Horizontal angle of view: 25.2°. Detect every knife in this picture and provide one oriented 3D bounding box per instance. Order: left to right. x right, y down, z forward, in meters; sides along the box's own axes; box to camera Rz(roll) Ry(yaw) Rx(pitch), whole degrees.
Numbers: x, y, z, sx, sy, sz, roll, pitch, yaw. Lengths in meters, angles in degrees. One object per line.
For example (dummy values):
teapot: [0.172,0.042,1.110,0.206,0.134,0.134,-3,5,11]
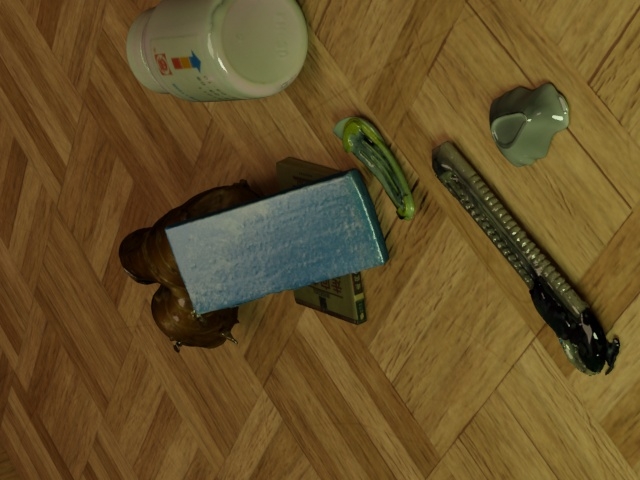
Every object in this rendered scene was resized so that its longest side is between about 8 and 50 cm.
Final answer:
knife: [0.236,0.019,1.757,0.365,0.043,0.089,54,144,25]

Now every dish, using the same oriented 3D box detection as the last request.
dish: [0.234,-0.136,1.677,0.137,0.039,0.091,-31,80,59]

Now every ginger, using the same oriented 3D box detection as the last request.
ginger: [-0.180,0.045,2.293,0.254,0.176,0.418,56,147,0]

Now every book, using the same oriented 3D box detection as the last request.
book: [0.000,0.000,2.123,0.161,0.026,0.231,18,122,52]

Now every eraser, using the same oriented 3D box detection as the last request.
eraser: [-0.063,0.004,2.049,0.311,0.042,0.144,-16,100,24]

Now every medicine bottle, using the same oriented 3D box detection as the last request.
medicine bottle: [-0.159,-0.284,2.075,0.293,0.170,0.170,4,110,55]

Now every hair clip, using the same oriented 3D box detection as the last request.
hair clip: [0.080,-0.103,1.937,0.188,0.033,0.060,56,144,27]
